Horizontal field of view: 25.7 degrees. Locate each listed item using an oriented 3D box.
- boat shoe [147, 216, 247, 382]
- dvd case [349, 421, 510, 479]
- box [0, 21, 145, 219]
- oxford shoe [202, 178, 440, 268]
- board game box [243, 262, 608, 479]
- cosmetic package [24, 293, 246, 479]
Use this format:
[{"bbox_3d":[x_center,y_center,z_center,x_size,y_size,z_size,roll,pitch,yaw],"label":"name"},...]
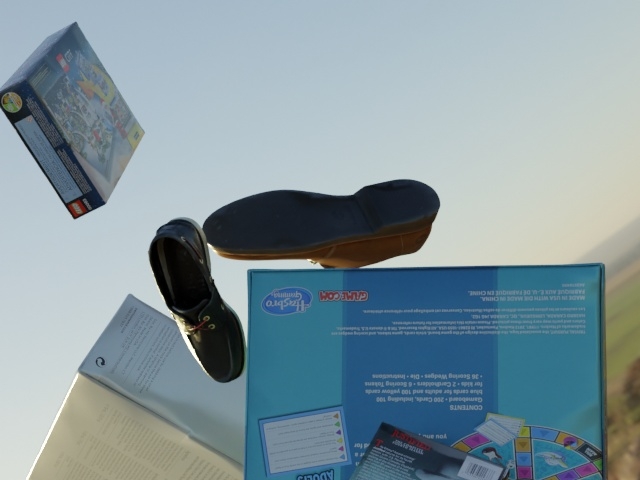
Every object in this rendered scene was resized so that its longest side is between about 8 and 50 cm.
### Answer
[{"bbox_3d":[-0.094,0.050,1.048,0.049,0.133,0.042,-13,15,21],"label":"boat shoe"},{"bbox_3d":[0.049,0.169,0.827,0.119,0.087,0.013,-58,-26,-33],"label":"dvd case"},{"bbox_3d":[-0.276,-0.140,1.576,0.044,0.159,0.233,-26,19,14],"label":"box"},{"bbox_3d":[0.000,0.000,1.247,0.212,0.076,0.076,-4,-43,-11],"label":"oxford shoe"},{"bbox_3d":[0.074,0.188,0.986,0.254,0.336,0.079,-1,-10,12],"label":"board game box"},{"bbox_3d":[-0.121,0.227,1.347,0.097,0.284,0.377,-59,3,-32],"label":"cosmetic package"}]
